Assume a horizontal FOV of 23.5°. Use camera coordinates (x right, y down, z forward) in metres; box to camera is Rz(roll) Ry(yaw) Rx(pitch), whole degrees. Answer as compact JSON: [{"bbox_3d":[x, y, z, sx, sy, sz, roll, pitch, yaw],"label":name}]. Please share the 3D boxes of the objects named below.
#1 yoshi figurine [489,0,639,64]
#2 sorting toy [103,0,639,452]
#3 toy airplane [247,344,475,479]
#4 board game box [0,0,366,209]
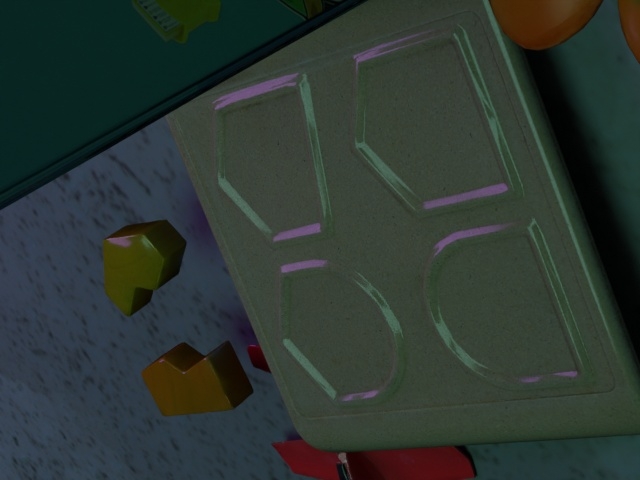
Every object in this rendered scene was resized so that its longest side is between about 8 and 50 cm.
[{"bbox_3d":[0.132,-0.170,0.328,0.362,0.203,0.203,-10,149,41],"label":"yoshi figurine"},{"bbox_3d":[0.000,0.000,0.728,0.307,0.041,0.229,-11,109,45],"label":"sorting toy"},{"bbox_3d":[0.012,0.100,0.820,0.151,0.028,0.151,26,134,31],"label":"toy airplane"},{"bbox_3d":[-0.080,-0.164,0.461,0.079,0.336,0.254,-22,100,53],"label":"board game box"}]
